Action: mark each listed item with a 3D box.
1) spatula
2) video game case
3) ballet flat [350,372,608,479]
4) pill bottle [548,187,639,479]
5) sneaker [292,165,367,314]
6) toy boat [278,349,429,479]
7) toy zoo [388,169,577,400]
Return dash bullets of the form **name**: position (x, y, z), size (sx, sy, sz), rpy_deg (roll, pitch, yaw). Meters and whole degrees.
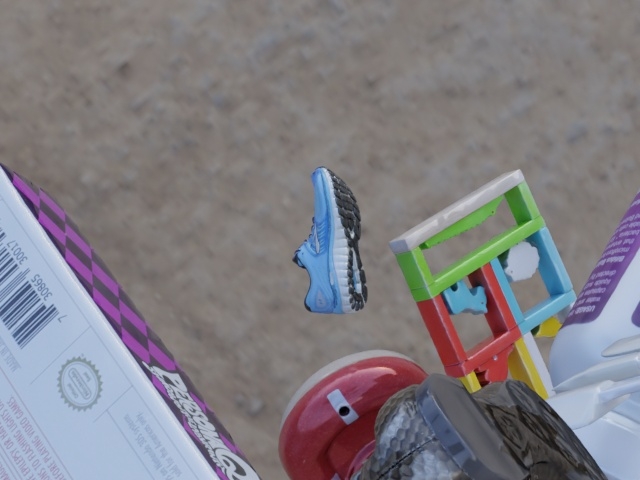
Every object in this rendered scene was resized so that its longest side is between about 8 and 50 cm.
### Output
- **spatula**: position (0.233, 0.066, 1.147), size (0.242, 0.168, 0.019), rpy_deg (-20, 93, 43)
- **video game case**: position (-0.107, 0.124, 0.563), size (0.210, 0.042, 0.232), rpy_deg (-45, 56, 7)
- **ballet flat**: position (0.074, 0.103, 0.816), size (0.058, 0.250, 0.084), rpy_deg (-41, 70, 11)
- **pill bottle**: position (0.272, 0.067, 1.407), size (0.169, 0.169, 0.301), rpy_deg (20, 66, 31)
- **sneaker**: position (0.000, 0.000, 1.961), size (0.073, 0.063, 0.162), rpy_deg (-13, 67, 21)
- **toy boat**: position (0.067, 0.207, 1.606), size (0.151, 0.231, 0.151), rpy_deg (-34, 22, 0)
- **toy zoo**: position (0.202, 0.094, 2.031), size (0.192, 0.293, 0.030), rpy_deg (-29, 9, -37)
